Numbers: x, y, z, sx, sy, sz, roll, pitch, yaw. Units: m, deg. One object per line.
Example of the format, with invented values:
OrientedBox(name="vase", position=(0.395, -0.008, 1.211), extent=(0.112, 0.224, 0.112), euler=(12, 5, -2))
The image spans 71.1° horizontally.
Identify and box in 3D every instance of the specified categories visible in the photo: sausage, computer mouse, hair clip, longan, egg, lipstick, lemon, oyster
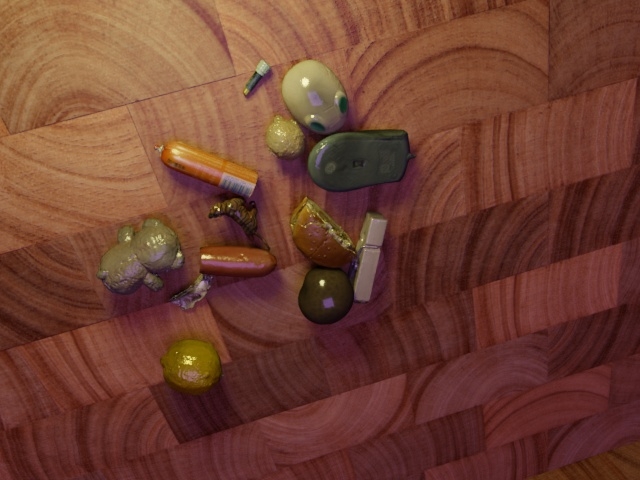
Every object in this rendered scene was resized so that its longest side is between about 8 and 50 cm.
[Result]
OrientedBox(name="sausage", position=(-0.278, 0.072, 1.514), extent=(0.260, 0.113, 0.113), euler=(4, 113, -13))
OrientedBox(name="computer mouse", position=(0.129, -0.265, 1.439), extent=(0.372, 0.122, 0.188), euler=(-7, 119, -16))
OrientedBox(name="hair clip", position=(0.161, 0.063, 1.610), extent=(0.085, 0.101, 0.330), euler=(7, 111, -10))
OrientedBox(name="longan", position=(0.021, 0.192, 1.593), extent=(0.198, 0.198, 0.212), euler=(5, 81, -14))
OrientedBox(name="egg", position=(-0.108, -0.309, 1.378), extent=(0.116, 0.118, 0.140), euler=(-5, 137, 39))
OrientedBox(name="lipstick", position=(-0.194, -0.476, 1.324), extent=(0.037, 0.037, 0.116), euler=(36, 107, -24))
OrientedBox(name="lemon", position=(-0.459, 0.452, 1.610), extent=(0.231, 0.192, 0.192), euler=(19, 109, -11))
OrientedBox(name="sausage", position=(-0.353, -0.224, 1.376), extent=(0.313, 0.093, 0.092), euler=(19, 109, -19))
OrientedBox(name="oyster", position=(-0.442, 0.177, 1.574), extent=(0.200, 0.061, 0.106), euler=(-25, 135, 4))

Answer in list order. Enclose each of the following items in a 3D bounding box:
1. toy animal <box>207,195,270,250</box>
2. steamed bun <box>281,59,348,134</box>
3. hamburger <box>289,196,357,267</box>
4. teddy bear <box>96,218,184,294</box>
OrientedBox(name="toy animal", position=(-0.238, -0.056, 1.463), extent=(0.114, 0.116, 0.255), euler=(-42, 116, 10))
OrientedBox(name="steamed bun", position=(-0.009, -0.419, 1.334), extent=(0.177, 0.130, 0.228), euler=(-35, 114, 3))
OrientedBox(name="hamburger", position=(0.000, 0.000, 1.521), extent=(0.157, 0.144, 0.283), euler=(-43, 116, 7))
OrientedBox(name="teddy bear", position=(-0.571, 0.056, 1.426), extent=(0.267, 0.151, 0.235), euler=(-35, 89, -5))
